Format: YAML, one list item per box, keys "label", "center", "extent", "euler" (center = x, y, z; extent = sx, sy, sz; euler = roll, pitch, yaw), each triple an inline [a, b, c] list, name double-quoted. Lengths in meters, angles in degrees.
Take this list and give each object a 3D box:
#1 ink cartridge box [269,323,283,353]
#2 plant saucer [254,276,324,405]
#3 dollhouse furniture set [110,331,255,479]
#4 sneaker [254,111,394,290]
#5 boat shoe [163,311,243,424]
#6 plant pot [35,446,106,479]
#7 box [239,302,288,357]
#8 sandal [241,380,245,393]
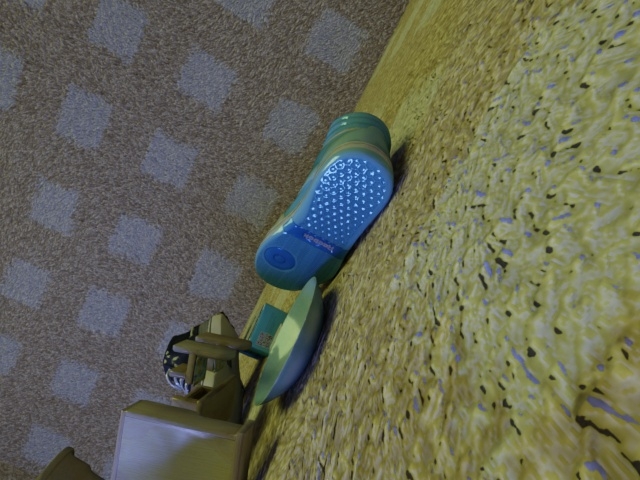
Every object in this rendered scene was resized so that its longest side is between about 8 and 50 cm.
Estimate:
- label: "ink cartridge box"
  center: [-0.068, 0.183, 0.776]
  extent: [0.048, 0.028, 0.083]
  euler: [-64, 6, 2]
- label: "plant saucer"
  center: [-0.035, 0.146, 0.626]
  extent: [0.195, 0.037, 0.195]
  euler: [-63, 7, 14]
- label: "dollhouse furniture set"
  center: [-0.154, 0.270, 0.643]
  extent: [0.242, 0.160, 0.213]
  euler: [9, -90, -80]
- label: "sneaker"
  center: [0.013, -0.065, 0.711]
  extent: [0.319, 0.127, 0.208]
  euler: [-46, 19, 39]
- label: "boat shoe"
  center: [-0.270, 0.316, 0.980]
  extent: [0.158, 0.127, 0.341]
  euler: [-24, 29, 4]
- label: "plant pot"
  center: [-0.462, 0.641, 0.880]
  extent: [0.334, 0.305, 0.334]
  euler: [-63, 7, 13]
- label: "box"
  center: [-0.144, 0.226, 1.065]
  extent: [0.101, 0.060, 0.244]
  euler: [-67, 7, -22]
- label: "sandal"
  center: [-0.226, 0.365, 1.060]
  extent: [0.076, 0.101, 0.265]
  euler: [-62, 15, 5]
